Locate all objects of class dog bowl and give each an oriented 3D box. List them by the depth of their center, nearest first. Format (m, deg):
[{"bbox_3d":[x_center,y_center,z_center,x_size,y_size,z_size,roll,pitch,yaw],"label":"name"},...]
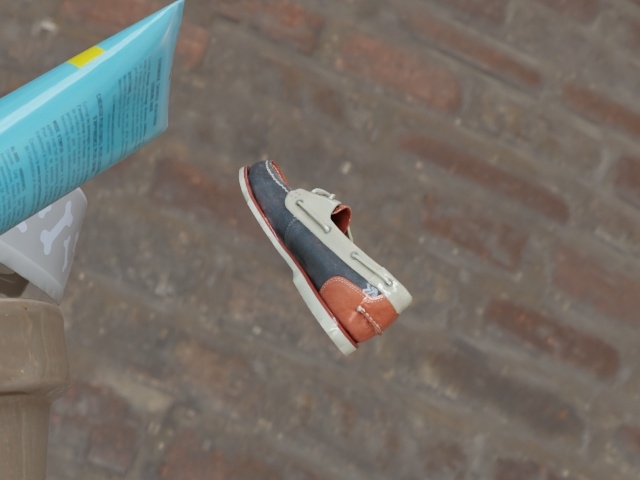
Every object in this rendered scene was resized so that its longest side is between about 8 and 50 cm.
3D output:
[{"bbox_3d":[-0.361,-0.060,1.439,0.348,0.349,0.102,26,78,2],"label":"dog bowl"}]

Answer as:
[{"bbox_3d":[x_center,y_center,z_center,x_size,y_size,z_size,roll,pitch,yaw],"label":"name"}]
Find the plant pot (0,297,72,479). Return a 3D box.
[{"bbox_3d":[-0.266,0.173,1.000,0.263,0.263,0.229,-8,81,-32],"label":"plant pot"}]

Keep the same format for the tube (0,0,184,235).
[{"bbox_3d":[-0.136,-0.036,0.734,0.052,0.080,0.207,40,51,19],"label":"tube"}]

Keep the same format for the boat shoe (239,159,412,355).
[{"bbox_3d":[0.000,0.000,0.816,0.049,0.043,0.137,47,7,-44],"label":"boat shoe"}]
